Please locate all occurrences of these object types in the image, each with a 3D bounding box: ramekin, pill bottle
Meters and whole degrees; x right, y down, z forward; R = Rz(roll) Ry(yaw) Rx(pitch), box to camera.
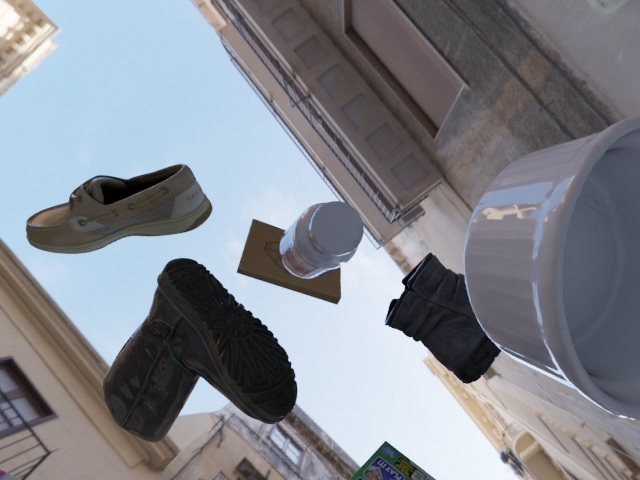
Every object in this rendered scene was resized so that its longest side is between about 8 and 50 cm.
[{"bbox_3d":[0.286,0.022,0.441,0.277,0.135,0.277,-1,-88,-22],"label":"ramekin"},{"bbox_3d":[0.000,0.000,0.561,0.086,0.152,0.086,4,-103,-16],"label":"pill bottle"}]

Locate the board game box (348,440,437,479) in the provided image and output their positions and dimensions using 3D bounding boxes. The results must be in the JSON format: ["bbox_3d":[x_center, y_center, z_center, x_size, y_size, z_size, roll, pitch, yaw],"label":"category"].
[{"bbox_3d":[0.152,0.467,0.613,0.213,0.046,0.317,-30,-143,-35],"label":"board game box"}]

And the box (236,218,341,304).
[{"bbox_3d":[-0.054,0.039,0.842,0.201,0.164,0.021,19,-57,-11],"label":"box"}]

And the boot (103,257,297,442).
[{"bbox_3d":[-0.134,0.144,0.418,0.190,0.076,0.208,47,-65,23],"label":"boot"}]

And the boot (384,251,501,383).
[{"bbox_3d":[0.300,0.091,0.854,0.222,0.118,0.338,40,-105,11],"label":"boot"}]

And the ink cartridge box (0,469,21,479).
[{"bbox_3d":[-0.422,0.342,0.514,0.181,0.061,0.104,31,-90,-3],"label":"ink cartridge box"}]

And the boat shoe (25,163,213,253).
[{"bbox_3d":[-0.320,-0.055,0.644,0.302,0.098,0.109,-7,-140,11],"label":"boat shoe"}]
